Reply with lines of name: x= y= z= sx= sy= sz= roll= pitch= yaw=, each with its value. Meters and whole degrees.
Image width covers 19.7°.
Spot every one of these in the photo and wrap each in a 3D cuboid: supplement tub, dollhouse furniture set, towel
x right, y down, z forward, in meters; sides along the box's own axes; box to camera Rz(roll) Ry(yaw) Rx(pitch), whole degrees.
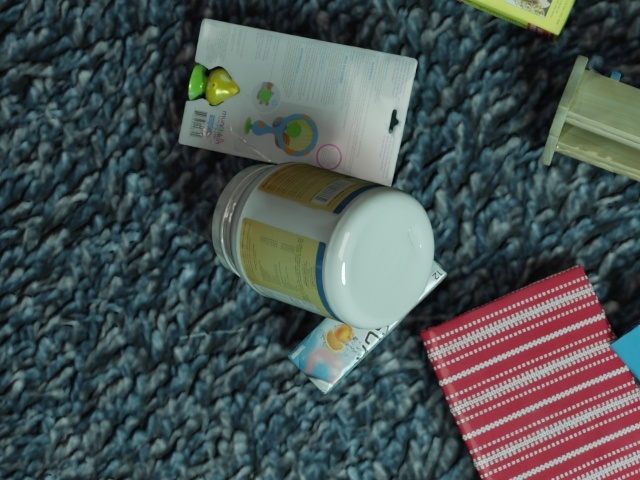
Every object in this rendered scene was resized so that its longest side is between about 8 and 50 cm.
supplement tub: x=0.000 y=0.000 z=1.863 sx=0.199 sy=0.144 sz=0.144 roll=18 pitch=90 yaw=44
dollhouse furniture set: x=0.324 y=-0.160 z=1.903 sx=0.129 sy=0.129 sz=0.184 roll=21 pitch=66 yaw=6
towel: x=0.240 y=0.185 z=1.902 sx=0.199 sy=0.031 sz=0.275 roll=-22 pitch=86 yaw=-15

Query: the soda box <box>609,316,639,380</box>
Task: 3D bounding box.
soda box: x=0.398 y=0.158 z=1.885 sx=0.067 sy=0.071 sz=0.210 roll=-39 pitch=85 yaw=-28

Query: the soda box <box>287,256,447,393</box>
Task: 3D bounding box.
soda box: x=0.051 y=0.078 z=1.934 sx=0.058 sy=0.063 sz=0.183 roll=45 pitch=92 yaw=6

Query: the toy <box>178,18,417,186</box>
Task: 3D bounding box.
toy: x=-0.022 y=-0.146 z=1.952 sx=0.237 sy=0.056 sz=0.137 roll=12 pitch=93 yaw=10

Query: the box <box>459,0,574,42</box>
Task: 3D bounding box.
box: x=0.152 y=-0.280 z=1.926 sx=0.232 sy=0.087 sz=0.058 roll=23 pitch=92 yaw=4
